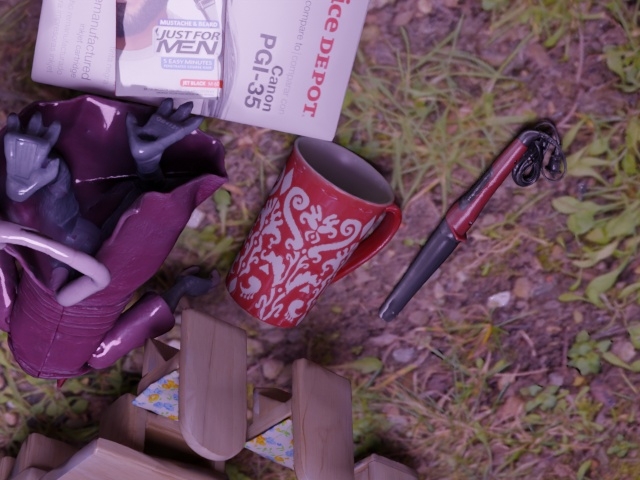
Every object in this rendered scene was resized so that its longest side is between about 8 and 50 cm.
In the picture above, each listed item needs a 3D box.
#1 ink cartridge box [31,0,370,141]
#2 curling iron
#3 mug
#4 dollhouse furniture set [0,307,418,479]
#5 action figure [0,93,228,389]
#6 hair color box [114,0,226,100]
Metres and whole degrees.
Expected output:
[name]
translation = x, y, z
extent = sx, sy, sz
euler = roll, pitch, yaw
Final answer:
[ink cartridge box]
translation = -0.101, -0.226, 1.153
extent = 0.283, 0.117, 0.207
euler = 10, 113, -11
[curling iron]
translation = 0.155, -0.012, 1.330
extent = 0.068, 0.035, 0.274
euler = 37, 106, -20
[mug]
translation = -0.001, 0.004, 1.281
extent = 0.150, 0.113, 0.169
euler = 26, 113, -16
[dollhouse furniture set]
translation = -0.090, 0.316, 1.274
extent = 0.394, 0.256, 0.362
euler = 27, 133, -31
[action figure]
translation = -0.212, 0.042, 1.177
extent = 0.248, 0.275, 0.370
euler = 17, 133, -9
[hair color box]
translation = -0.124, -0.205, 1.065
extent = 0.093, 0.053, 0.167
euler = 1, 114, -5
